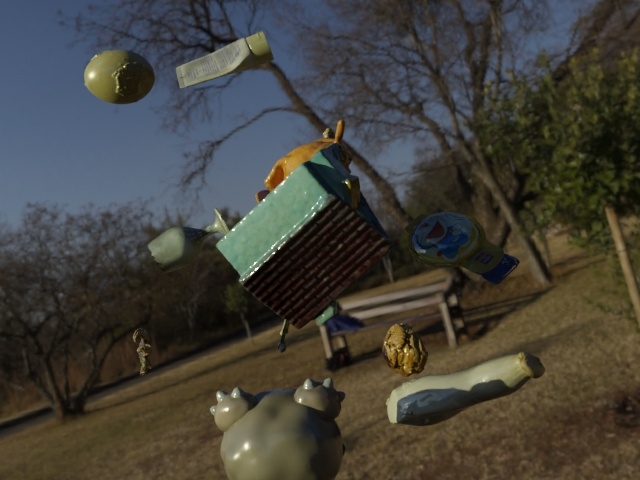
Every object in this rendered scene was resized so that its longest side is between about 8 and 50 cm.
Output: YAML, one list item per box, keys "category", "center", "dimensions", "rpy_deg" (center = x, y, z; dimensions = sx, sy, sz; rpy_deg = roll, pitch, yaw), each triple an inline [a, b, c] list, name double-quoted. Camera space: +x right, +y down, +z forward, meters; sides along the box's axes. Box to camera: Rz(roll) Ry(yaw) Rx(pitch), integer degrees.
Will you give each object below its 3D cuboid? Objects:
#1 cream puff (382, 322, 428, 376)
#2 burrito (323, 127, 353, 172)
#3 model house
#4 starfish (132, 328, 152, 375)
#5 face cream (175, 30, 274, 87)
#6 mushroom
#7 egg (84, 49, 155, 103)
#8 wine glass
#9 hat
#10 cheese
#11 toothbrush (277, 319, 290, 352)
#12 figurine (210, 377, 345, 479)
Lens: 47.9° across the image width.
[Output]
- category: "cream puff"
  center: [0.202, 0.268, 1.764]
  dimensions: [0.104, 0.133, 0.119]
  rpy_deg: [-19, -6, -1]
- category: "burrito"
  center: [0.056, -0.270, 2.162]
  dimensions: [0.042, 0.051, 0.171]
  rpy_deg: [-19, -43, 23]
- category: "model house"
  center: [0.000, 0.000, 1.373]
  dimensions: [0.280, 0.249, 0.230]
  rpy_deg: [-42, 1, 19]
- category: "starfish"
  center: [-0.501, 0.319, 2.077]
  dimensions: [0.053, 0.150, 0.209]
  rpy_deg: [1, -37, -5]
- category: "face cream"
  center: [-0.224, -0.410, 1.663]
  dimensions: [0.224, 0.114, 0.070]
  rpy_deg: [-22, -50, 0]
- category: "mushroom"
  center: [0.296, 0.312, 1.513]
  dimensions: [0.351, 0.097, 0.109]
  rpy_deg: [-23, -38, 16]
- category: "egg"
  center: [-0.586, -0.478, 2.109]
  dimensions: [0.202, 0.164, 0.164]
  rpy_deg: [-7, -8, -22]
- category: "wine glass"
  center: [-0.394, 0.002, 2.183]
  dimensions: [0.241, 0.126, 0.126]
  rpy_deg: [-28, -3, -10]
- category: "hat"
  center: [0.009, -0.150, 1.557]
  dimensions: [0.233, 0.233, 0.244]
  rpy_deg: [15, 21, -18]
- category: "cheese"
  center: [0.305, 0.012, 1.585]
  dimensions: [0.177, 0.270, 0.069]
  rpy_deg: [-39, -40, -23]
- category: "toothbrush"
  center: [-0.105, 0.267, 2.159]
  dimensions: [0.026, 0.028, 0.294]
  rpy_deg: [-17, -30, -19]
- category: "figurine"
  center: [-0.063, 0.438, 1.321]
  dimensions: [0.248, 0.380, 0.203]
  rpy_deg: [-6, 12, 6]
